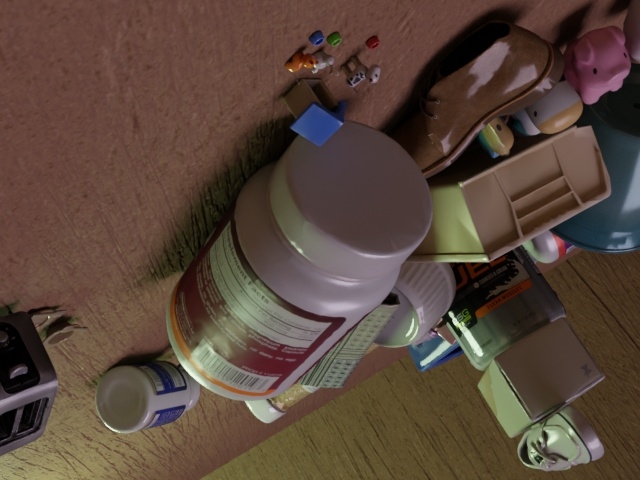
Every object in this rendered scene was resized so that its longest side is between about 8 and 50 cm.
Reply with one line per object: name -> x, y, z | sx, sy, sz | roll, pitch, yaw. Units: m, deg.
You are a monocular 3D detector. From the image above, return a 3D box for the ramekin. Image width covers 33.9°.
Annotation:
ramekin -> 0.115, 0.086, 1.786 | 0.109, 0.207, 0.207 | -51, -179, -41

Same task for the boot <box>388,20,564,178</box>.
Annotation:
boot -> 0.160, -0.180, 1.367 | 0.115, 0.112, 0.305 | 23, 134, -36

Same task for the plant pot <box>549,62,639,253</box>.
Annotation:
plant pot -> 0.516, -0.159, 1.831 | 0.272, 0.271, 0.255 | -26, 149, -21

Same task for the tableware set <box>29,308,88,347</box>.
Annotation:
tableware set -> -0.389, 0.139, 1.366 | 0.169, 0.020, 0.141 | -34, 166, 7

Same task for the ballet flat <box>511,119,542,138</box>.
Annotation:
ballet flat -> 0.353, -0.188, 1.749 | 0.074, 0.074, 0.203 | -27, 160, -18

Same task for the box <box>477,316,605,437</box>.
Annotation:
box -> 0.372, 0.243, 1.811 | 0.148, 0.121, 0.311 | -30, 165, -6

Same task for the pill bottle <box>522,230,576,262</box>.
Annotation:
pill bottle -> 0.552, -0.104, 2.191 | 0.323, 0.181, 0.181 | -32, 166, -3

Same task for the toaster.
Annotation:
toaster -> -0.417, 0.188, 1.242 | 0.168, 0.110, 0.185 | -18, 153, -35

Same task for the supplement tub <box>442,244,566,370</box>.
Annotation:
supplement tub -> 0.278, 0.057, 1.883 | 0.194, 0.316, 0.193 | -30, 164, -9

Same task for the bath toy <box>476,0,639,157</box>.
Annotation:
bath toy -> 0.368, -0.248, 1.475 | 0.348, 0.151, 0.129 | -31, 130, -5

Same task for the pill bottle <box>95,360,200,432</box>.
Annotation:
pill bottle -> -0.288, 0.263, 1.796 | 0.112, 0.112, 0.187 | -37, 164, 18

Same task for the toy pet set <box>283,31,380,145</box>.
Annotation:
toy pet set -> 0.012, -0.160, 1.124 | 0.114, 0.065, 0.122 | -42, 162, 33

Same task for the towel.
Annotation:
towel -> -0.058, 0.144, 1.732 | 0.312, 0.056, 0.324 | 9, 145, -15

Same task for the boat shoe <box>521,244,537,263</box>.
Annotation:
boat shoe -> 0.465, -0.041, 2.323 | 0.335, 0.119, 0.121 | -53, 179, -18

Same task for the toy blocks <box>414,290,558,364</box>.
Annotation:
toy blocks -> 0.287, 0.127, 2.135 | 0.260, 0.288, 0.309 | -52, 164, 10

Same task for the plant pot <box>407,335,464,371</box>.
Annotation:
plant pot -> 0.308, 0.133, 2.402 | 0.236, 0.212, 0.236 | -16, 159, -47

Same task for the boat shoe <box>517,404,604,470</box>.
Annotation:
boat shoe -> 0.376, 0.329, 1.693 | 0.088, 0.096, 0.267 | -32, 173, -9

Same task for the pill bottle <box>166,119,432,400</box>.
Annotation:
pill bottle -> -0.035, 0.033, 1.341 | 0.224, 0.224, 0.392 | -21, 162, -37

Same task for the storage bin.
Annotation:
storage bin -> 0.265, -0.073, 1.626 | 0.260, 0.123, 0.262 | -26, -171, -23

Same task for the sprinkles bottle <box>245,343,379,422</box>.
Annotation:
sprinkles bottle -> -0.011, 0.272, 2.378 | 0.355, 0.121, 0.121 | -36, 165, 12
